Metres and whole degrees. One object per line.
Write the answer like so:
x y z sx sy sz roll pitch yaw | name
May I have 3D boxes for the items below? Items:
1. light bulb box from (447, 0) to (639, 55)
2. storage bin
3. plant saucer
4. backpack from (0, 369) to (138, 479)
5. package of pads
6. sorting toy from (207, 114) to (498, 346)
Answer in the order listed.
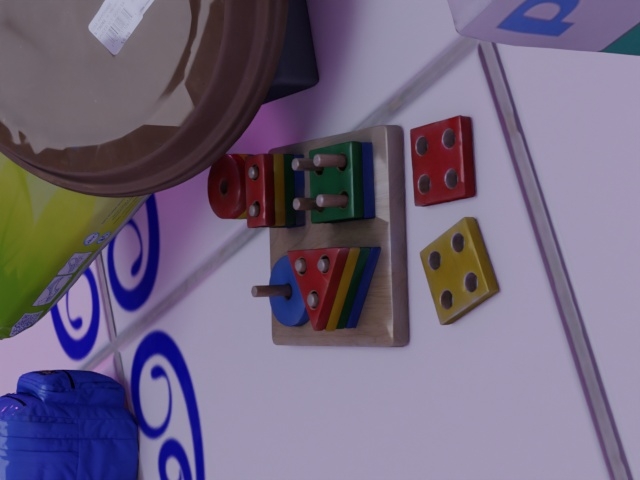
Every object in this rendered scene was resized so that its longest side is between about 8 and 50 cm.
0.174 -0.294 0.409 0.358 0.225 0.361 -39 59 47 | light bulb box
-0.063 -0.130 0.867 0.135 0.098 0.091 -15 87 29 | storage bin
-0.151 -0.160 0.832 0.278 0.041 0.277 6 106 24 | plant saucer
-0.221 0.155 1.069 0.098 0.120 0.101 -7 84 56 | backpack
-0.252 -0.111 0.971 0.296 0.101 0.229 44 108 2 | package of pads
0.000 0.000 0.815 0.275 0.046 0.132 -5 86 55 | sorting toy
